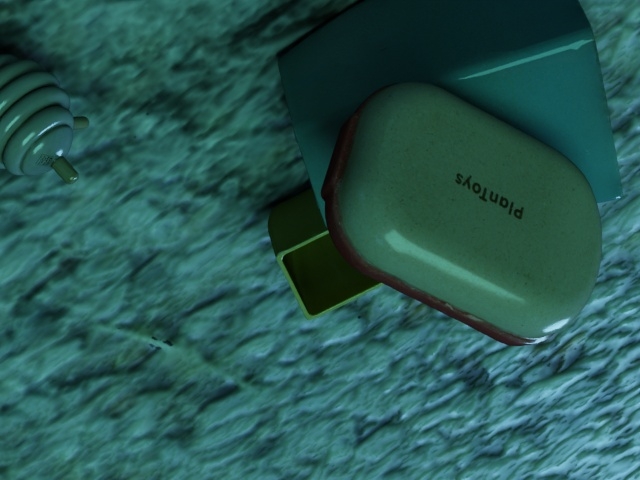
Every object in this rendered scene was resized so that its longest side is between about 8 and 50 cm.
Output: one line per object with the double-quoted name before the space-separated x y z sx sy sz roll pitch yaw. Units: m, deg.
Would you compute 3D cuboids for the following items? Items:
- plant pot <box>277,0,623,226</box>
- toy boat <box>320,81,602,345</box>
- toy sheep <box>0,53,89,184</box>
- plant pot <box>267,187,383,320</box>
"plant pot" 0.095 -0.108 1.416 0.234 0.165 0.166 -17 129 3
"toy boat" 0.092 -0.009 1.331 0.231 0.151 0.151 27 156 -21
"toy sheep" -0.223 -0.091 1.330 0.091 0.132 0.091 -44 164 -16
"plant pot" 0.000 0.000 1.502 0.081 0.083 0.081 -27 130 -2
